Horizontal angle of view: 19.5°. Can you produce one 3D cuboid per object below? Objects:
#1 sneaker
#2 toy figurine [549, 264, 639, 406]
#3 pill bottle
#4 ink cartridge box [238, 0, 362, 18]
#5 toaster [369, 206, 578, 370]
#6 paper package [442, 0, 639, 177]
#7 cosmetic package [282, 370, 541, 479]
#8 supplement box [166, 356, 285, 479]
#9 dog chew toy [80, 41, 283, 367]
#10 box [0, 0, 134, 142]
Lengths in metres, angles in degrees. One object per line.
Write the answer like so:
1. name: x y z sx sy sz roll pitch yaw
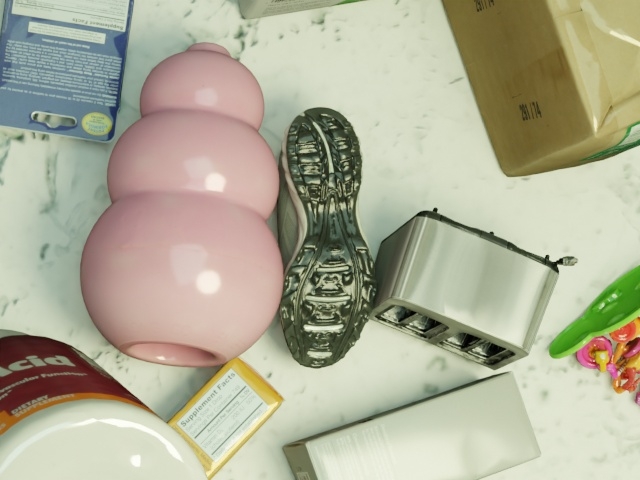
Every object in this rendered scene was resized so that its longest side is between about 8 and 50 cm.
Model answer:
1. sneaker: 0.000 0.000 1.968 0.100 0.108 0.271 1 85 -11
2. toy figurine: 0.364 0.131 2.033 0.173 0.130 0.159 -38 101 8
3. pill bottle: -0.261 0.211 1.716 0.224 0.392 0.224 -4 101 -22
4. ink cartridge box: 0.027 -0.330 1.929 0.201 0.278 0.117 -11 85 -13
5. toaster: 0.149 0.051 1.951 0.168 0.185 0.110 22 74 -9
6. paper package: 0.262 -0.238 1.944 0.168 0.325 0.309 -18 87 -13
7. cosmetic package: 0.096 0.220 1.947 0.238 0.127 0.107 -20 86 -15
8. supplement box: -0.144 0.225 1.921 0.233 0.078 0.080 -43 89 -14
9. dog chew toy: -0.133 -0.043 1.906 0.206 0.206 0.332 9 72 -10
10. box: -0.271 -0.218 1.976 0.136 0.036 0.225 9 79 -10
